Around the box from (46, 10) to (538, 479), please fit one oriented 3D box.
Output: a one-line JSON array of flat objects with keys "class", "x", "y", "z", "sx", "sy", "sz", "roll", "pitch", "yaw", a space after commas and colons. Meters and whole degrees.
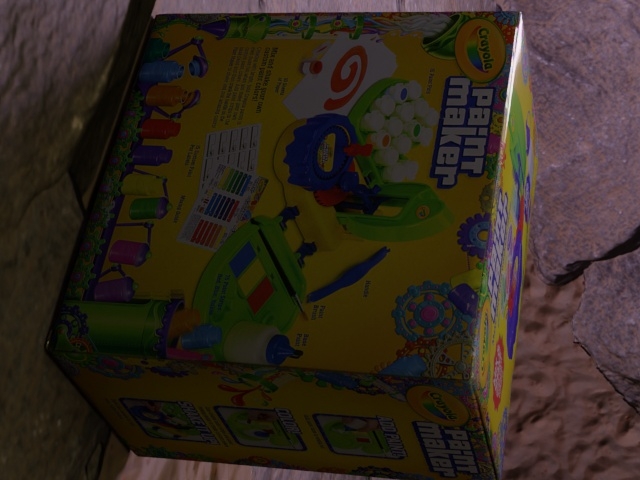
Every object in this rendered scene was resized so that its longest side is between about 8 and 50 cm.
[{"class": "box", "x": 0.000, "y": 0.000, "z": 0.914, "sx": 0.177, "sy": 0.279, "sz": 0.290, "roll": 68, "pitch": 29, "yaw": -54}]
